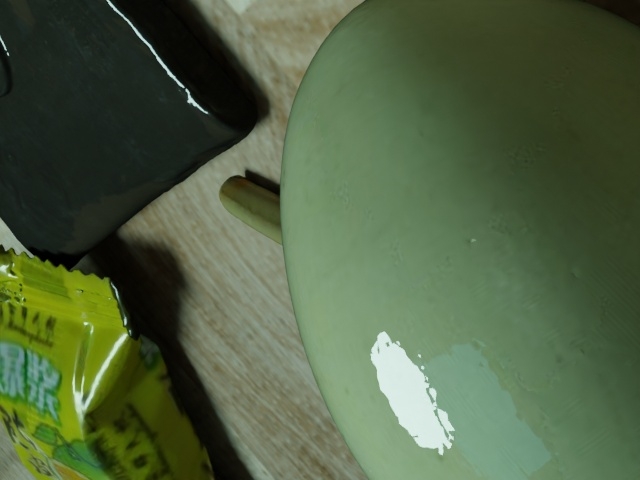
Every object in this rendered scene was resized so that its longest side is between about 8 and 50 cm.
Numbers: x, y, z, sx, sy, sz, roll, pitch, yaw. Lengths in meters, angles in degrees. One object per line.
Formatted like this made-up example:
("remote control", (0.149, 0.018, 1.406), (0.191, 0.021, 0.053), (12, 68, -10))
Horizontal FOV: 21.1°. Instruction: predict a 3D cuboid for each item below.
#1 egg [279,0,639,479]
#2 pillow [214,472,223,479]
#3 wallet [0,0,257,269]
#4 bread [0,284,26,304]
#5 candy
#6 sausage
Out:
("egg", (0.086, 0.020, 0.617), (0.253, 0.188, 0.188), (55, 151, -3))
("pillow", (-0.037, 0.249, 1.217), (0.203, 0.038, 0.113), (51, 145, 1))
("wallet", (-0.151, -0.078, 0.973), (0.165, 0.042, 0.309), (49, 153, -7))
("bread", (-0.260, 0.076, 1.239), (0.111, 0.114, 0.129), (44, 149, 20))
("candy", (-0.140, 0.131, 1.144), (0.187, 0.081, 0.297), (10, 130, 42))
("sausage", (0.000, 0.000, 0.880), (0.132, 0.024, 0.024), (28, 146, 34))
